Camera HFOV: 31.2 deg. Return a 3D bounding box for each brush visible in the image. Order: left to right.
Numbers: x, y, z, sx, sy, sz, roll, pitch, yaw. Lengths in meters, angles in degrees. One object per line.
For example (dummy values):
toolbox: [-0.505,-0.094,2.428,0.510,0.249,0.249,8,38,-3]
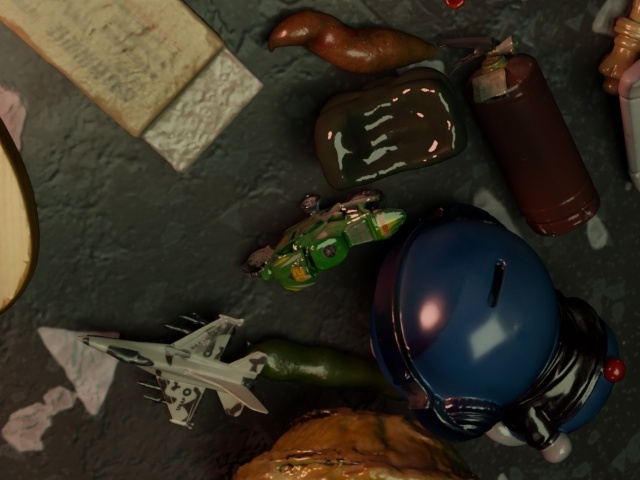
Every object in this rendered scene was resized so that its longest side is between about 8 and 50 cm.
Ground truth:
brush: [-0.370,-0.052,1.139,0.174,0.166,0.267,1,107,-18]

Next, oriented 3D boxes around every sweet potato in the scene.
sweet potato: [0.041,-0.218,1.286,0.202,0.058,0.055,7,125,-22]

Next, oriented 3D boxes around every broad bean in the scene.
broad bean: [0.022,0.160,1.414,0.256,0.052,0.053,15,144,-26]

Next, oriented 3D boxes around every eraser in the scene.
eraser: [-0.223,-0.230,1.178,0.144,0.078,0.343,-46,117,1]
eraser: [0.461,-0.200,1.425,0.243,0.059,0.204,-40,139,-15]

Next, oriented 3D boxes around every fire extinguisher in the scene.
fire extinguisher: [0.236,-0.134,1.363,0.104,0.105,0.269,-34,116,-5]

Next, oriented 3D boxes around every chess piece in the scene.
chess piece: [0.384,-0.259,1.393,0.060,0.060,0.172,13,106,-22]

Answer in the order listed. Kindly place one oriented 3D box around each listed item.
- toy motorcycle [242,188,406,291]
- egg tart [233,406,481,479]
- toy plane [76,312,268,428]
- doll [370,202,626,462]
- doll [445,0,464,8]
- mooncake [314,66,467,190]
toy motorcycle: [0.000,0.000,1.317,0.190,0.106,0.074,-29,115,-6]
egg tart: [0.054,0.291,1.370,0.351,0.352,0.150,14,62,-23]
toy plane: [-0.166,0.140,1.332,0.234,0.082,0.160,23,110,-10]
doll: [0.196,0.109,1.356,0.309,0.240,0.284,27,59,-21]
doll: [0.228,-0.354,1.293,0.142,0.076,0.245,45,86,3]
mooncake: [0.075,-0.122,1.271,0.175,0.168,0.104,-29,114,-25]
